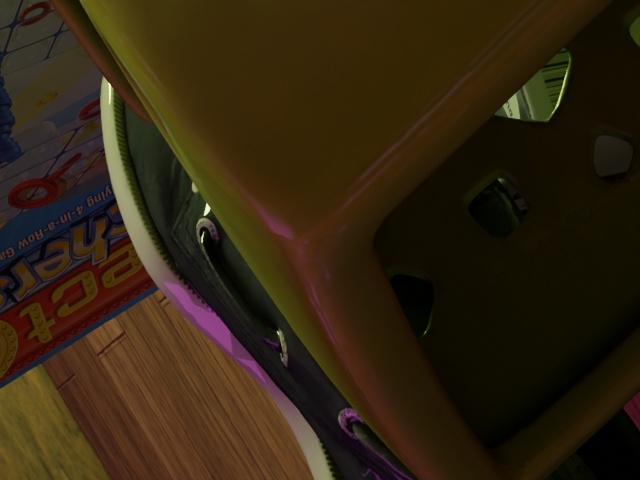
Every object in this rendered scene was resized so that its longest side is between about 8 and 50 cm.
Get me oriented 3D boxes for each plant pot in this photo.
[{"bbox_3d":[0.038,-0.094,0.473,0.207,0.228,0.227,46,174,26],"label":"plant pot"}]

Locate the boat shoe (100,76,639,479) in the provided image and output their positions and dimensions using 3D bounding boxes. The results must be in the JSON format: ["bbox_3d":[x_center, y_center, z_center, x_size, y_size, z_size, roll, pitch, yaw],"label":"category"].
[{"bbox_3d":[0.025,0.013,0.618,0.113,0.127,0.340,-62,40,40],"label":"boat shoe"}]

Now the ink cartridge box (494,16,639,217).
[{"bbox_3d":[0.056,-0.060,0.778,0.332,0.065,0.165,108,148,-69],"label":"ink cartridge box"}]

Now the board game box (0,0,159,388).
[{"bbox_3d":[-0.129,-0.087,0.915,0.086,0.308,0.302,46,159,32],"label":"board game box"}]
